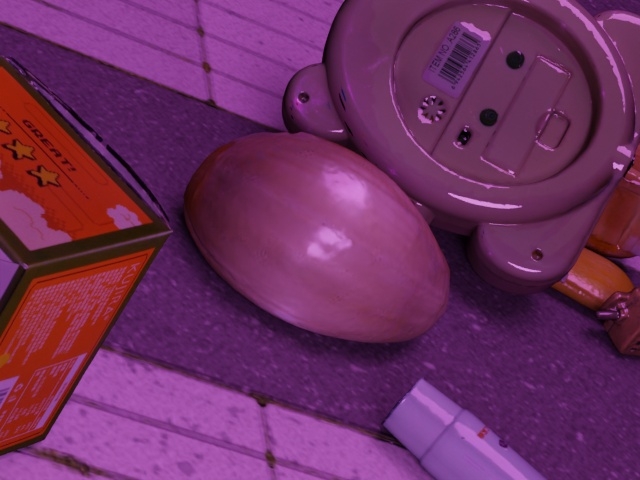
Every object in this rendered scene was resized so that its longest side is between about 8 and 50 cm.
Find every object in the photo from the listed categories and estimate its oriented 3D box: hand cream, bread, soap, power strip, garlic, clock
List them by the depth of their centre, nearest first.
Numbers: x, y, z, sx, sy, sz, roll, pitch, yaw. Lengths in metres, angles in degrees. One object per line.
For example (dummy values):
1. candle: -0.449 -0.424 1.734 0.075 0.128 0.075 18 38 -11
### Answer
1. hand cream: 0.184 0.232 1.403 0.331 0.058 0.085 43 6 8
2. garlic: 0.007 0.003 1.510 0.245 0.145 0.164 31 -2 -10
3. clock: 0.143 -0.131 1.701 0.309 0.284 0.114 29 -11 2
4. soap: 0.235 0.023 1.785 0.168 0.033 0.089 28 26 -10
5. power strip: 0.381 0.090 1.799 0.305 0.064 0.044 10 42 -36
6. bread: 0.241 -0.075 1.865 0.241 0.107 0.136 26 27 -14

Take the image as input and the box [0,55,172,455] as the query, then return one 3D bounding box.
1. box: -0.227 0.016 1.157 0.177 0.195 0.148 45 31 20
